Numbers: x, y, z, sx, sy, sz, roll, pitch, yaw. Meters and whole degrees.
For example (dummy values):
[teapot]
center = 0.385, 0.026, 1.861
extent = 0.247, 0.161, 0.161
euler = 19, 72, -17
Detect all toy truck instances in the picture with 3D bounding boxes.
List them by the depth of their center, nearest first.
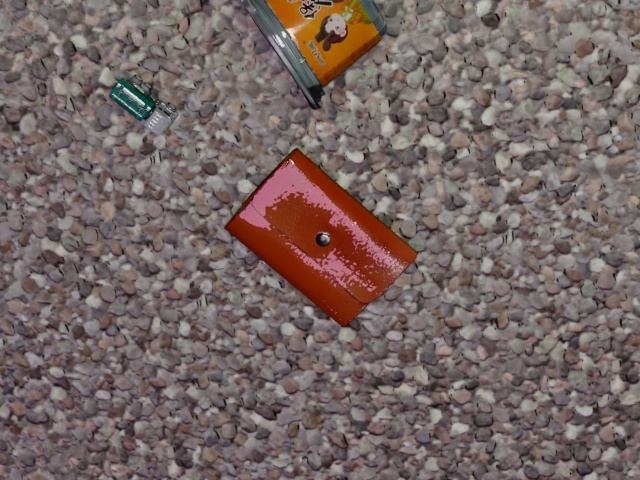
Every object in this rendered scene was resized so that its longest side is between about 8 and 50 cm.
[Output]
[toy truck]
center = -0.215, -0.163, 1.787
extent = 0.083, 0.044, 0.039
euler = 39, 113, -9

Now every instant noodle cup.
[instant noodle cup]
center = -0.004, -0.253, 1.670
extent = 0.126, 0.208, 0.177
euler = -33, 63, 3

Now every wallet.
[wallet]
center = 0.000, 0.000, 1.825
extent = 0.204, 0.045, 0.142
euler = 41, 110, -10
